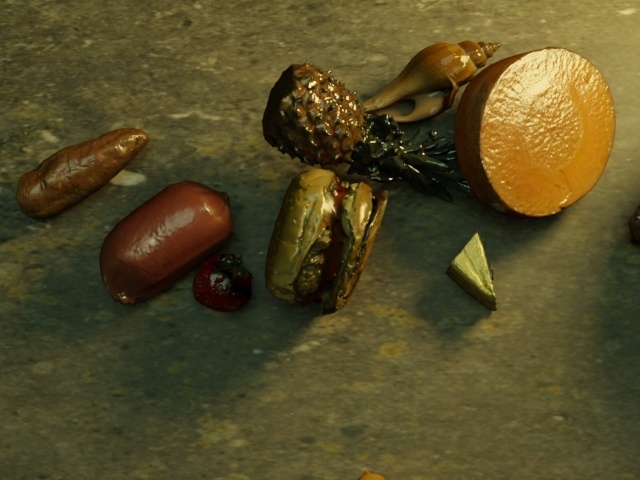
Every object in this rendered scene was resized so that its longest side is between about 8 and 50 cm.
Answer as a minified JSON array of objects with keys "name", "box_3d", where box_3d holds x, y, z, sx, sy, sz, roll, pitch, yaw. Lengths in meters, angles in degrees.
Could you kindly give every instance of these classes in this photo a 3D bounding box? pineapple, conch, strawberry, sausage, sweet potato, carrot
[{"name":"pineapple","box_3d":[0.082,-0.159,1.538,0.364,0.165,0.166,22,74,-21]},{"name":"conch","box_3d":[0.163,-0.265,1.629,0.330,0.093,0.109,-25,109,18]},{"name":"strawberry","box_3d":[-0.164,0.076,1.547,0.106,0.106,0.106,-1,73,4]},{"name":"sausage","box_3d":[-0.258,-0.004,1.549,0.254,0.148,0.148,-31,74,-3]},{"name":"sweet potato","box_3d":[-0.414,-0.126,1.624,0.251,0.097,0.097,-34,74,-10]},{"name":"carrot","box_3d":[0.350,-0.175,1.541,0.258,0.100,0.307,33,73,-11]}]

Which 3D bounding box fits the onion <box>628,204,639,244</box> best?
[{"name":"onion","box_3d":[0.686,-0.079,1.444,0.420,0.398,0.398,-39,69,37]}]

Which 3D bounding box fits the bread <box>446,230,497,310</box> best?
[{"name":"bread","box_3d":[0.268,0.050,1.523,0.109,0.084,0.080,41,82,15]}]

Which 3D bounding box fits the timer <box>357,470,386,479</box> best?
[{"name":"timer","box_3d":[0.113,0.407,1.426,0.152,0.132,0.132,29,76,37]}]

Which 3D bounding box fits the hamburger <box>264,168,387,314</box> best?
[{"name":"hamburger","box_3d":[0.000,0.000,1.483,0.163,0.244,0.244,23,76,1]}]
